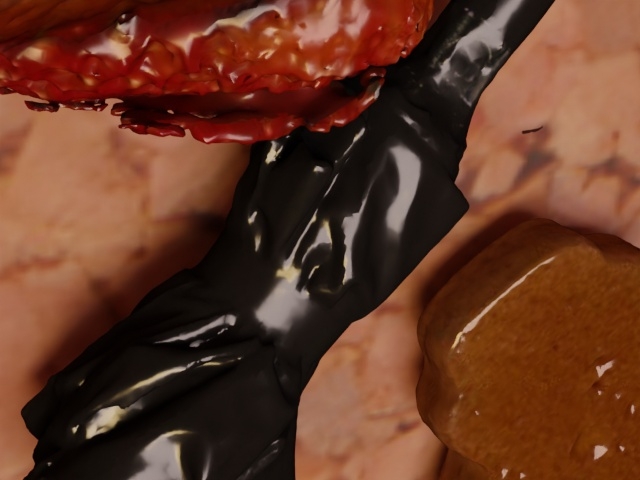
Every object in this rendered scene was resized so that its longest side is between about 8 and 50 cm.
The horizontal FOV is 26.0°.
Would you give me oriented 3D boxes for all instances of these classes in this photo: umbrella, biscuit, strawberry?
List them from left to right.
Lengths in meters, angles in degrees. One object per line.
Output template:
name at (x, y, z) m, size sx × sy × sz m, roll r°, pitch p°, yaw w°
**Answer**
strawberry at (-0.047, -0.087, 0.513) m, size 0.188 × 0.121 × 0.082 m, roll -12°, pitch 133°, yaw 1°
umbrella at (0.000, 0.000, 0.570) m, size 0.118 × 0.118 × 0.340 m, roll 37°, pitch 93°, yaw -32°
biscuit at (0.162, 0.116, 0.723) m, size 0.202 × 0.047 × 0.334 m, roll -41°, pitch 125°, yaw 0°
